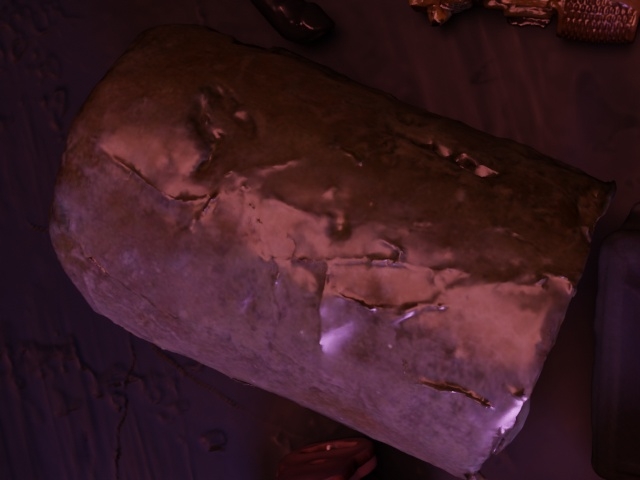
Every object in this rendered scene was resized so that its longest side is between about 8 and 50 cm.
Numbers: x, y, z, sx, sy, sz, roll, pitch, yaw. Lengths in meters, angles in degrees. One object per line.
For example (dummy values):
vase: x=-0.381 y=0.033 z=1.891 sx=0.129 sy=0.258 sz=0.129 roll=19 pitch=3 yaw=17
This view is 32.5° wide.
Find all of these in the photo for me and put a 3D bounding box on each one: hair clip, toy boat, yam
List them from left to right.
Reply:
yam: x=0.000 y=0.000 z=0.647 sx=0.300 sy=0.195 sz=0.195 roll=24 pitch=94 yaw=14
hair clip: x=0.007 y=0.183 z=0.663 sx=0.123 sy=0.138 sz=0.102 roll=-14 pitch=89 yaw=7
toy boat: x=0.130 y=-0.152 z=0.687 sx=0.149 sy=0.047 sz=0.049 roll=7 pitch=90 yaw=15

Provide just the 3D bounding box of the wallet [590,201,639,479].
wallet: x=0.260 y=0.079 z=0.564 sx=0.245 sy=0.052 sz=0.169 roll=12 pitch=108 yaw=32

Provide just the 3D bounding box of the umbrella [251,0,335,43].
umbrella: x=-0.085 y=-0.221 z=0.740 sx=0.071 sy=0.071 sz=0.248 roll=-39 pitch=80 yaw=10
